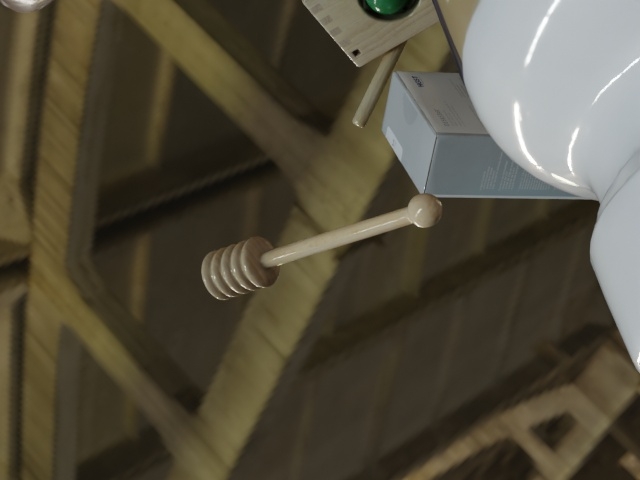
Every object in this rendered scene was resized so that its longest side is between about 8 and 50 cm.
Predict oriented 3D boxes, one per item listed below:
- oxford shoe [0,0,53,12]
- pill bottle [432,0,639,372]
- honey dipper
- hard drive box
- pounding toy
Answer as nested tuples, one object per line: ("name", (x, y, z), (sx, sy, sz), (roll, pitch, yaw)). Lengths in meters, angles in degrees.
("oxford shoe", (-0.150, -0.316, 0.909), (0.133, 0.130, 0.364), (127, 162, -72))
("pill bottle", (0.094, -0.104, 0.366), (0.153, 0.265, 0.153), (-14, -26, -7))
("honey dipper", (0.000, 0.000, 0.788), (0.160, 0.030, 0.030), (-19, -2, 38))
("hard drive box", (0.216, -0.134, 1.798), (0.232, 0.181, 0.089), (1, -59, -16))
("pounding toy", (0.054, -0.184, 1.059), (0.130, 0.141, 0.100), (-28, -56, 26))
